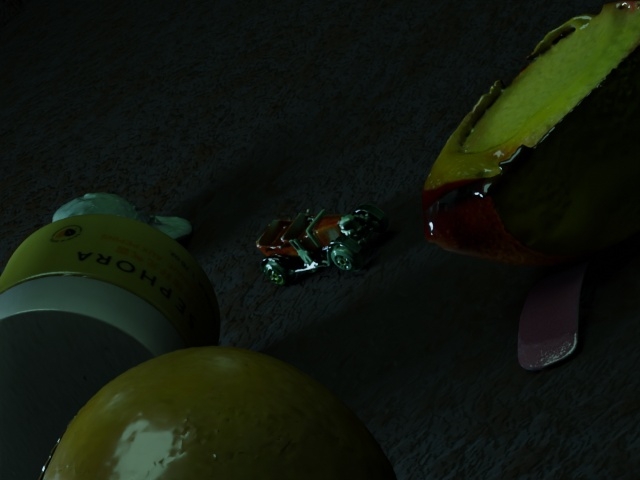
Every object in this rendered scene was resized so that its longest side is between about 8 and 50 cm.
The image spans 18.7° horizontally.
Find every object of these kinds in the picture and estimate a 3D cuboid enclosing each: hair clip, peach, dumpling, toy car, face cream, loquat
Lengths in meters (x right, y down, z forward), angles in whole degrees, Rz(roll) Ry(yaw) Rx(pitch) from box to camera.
[{"bbox_3d":[0.187,0.053,1.533,0.054,0.022,0.137,-21,26,29],"label":"hair clip"},{"bbox_3d":[0.204,-0.065,1.573,0.267,0.154,0.159,-45,20,-5],"label":"peach"},{"bbox_3d":[-0.235,-0.009,2.223,0.149,0.105,0.217,-38,20,-3],"label":"dumpling"},{"bbox_3d":[0.000,0.000,1.900,0.143,0.054,0.073,-13,32,49],"label":"toy car"},{"bbox_3d":[-0.211,0.109,1.774,0.218,0.218,0.179,-28,21,22],"label":"face cream"},{"bbox_3d":[-0.073,0.203,1.301,0.263,0.263,0.263,-32,21,14],"label":"loquat"}]
